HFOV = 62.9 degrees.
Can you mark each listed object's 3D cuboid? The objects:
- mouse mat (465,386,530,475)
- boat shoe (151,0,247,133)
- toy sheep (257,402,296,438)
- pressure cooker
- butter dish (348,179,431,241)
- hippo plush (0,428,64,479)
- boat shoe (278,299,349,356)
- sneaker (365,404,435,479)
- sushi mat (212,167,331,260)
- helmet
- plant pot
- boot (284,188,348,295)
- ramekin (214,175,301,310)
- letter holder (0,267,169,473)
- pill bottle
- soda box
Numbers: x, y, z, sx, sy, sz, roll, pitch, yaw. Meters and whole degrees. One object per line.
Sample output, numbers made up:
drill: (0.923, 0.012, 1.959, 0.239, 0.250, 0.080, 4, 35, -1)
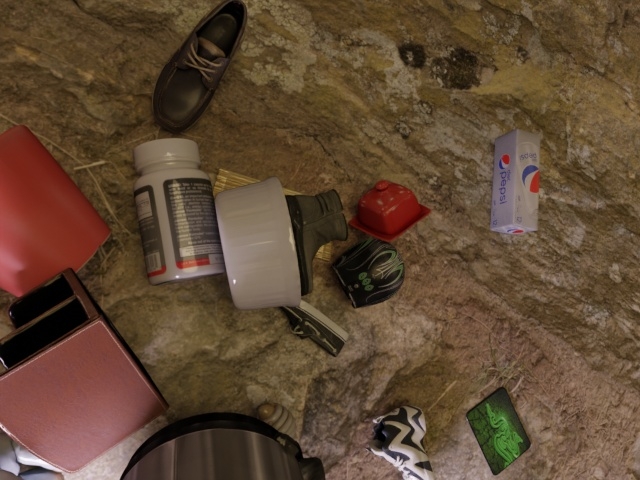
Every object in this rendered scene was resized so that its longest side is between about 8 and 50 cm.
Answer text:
mouse mat: (0.482, 0.512, 1.411, 0.152, 0.007, 0.190, -26, 93, -24)
boat shoe: (-0.272, -0.410, 1.181, 0.132, 0.130, 0.356, 27, 73, -16)
toy sheep: (-0.096, 0.410, 1.150, 0.091, 0.091, 0.132, -38, 110, -23)
pressure cooker: (-0.183, 0.521, 0.929, 0.369, 0.420, 0.376, 32, 101, -25)
butter dish: (0.161, -0.093, 1.280, 0.159, 0.160, 0.118, -34, 127, -23)
hippo plush: (-0.552, 0.373, 0.887, 0.234, 0.236, 0.294, -37, 97, -22)
boat shoe: (-0.031, 0.194, 1.214, 0.219, 0.077, 0.070, 36, 69, -15)
sneaker: (0.179, 0.519, 1.240, 0.153, 0.094, 0.235, -1, 82, -21)
sushi mat: (-0.109, -0.059, 1.253, 0.316, 0.019, 0.152, 15, 77, -19)
helmet: (0.123, 0.074, 1.257, 0.161, 0.169, 0.169, -29, 93, -4)
plant pot: (-0.544, -0.030, 0.954, 0.243, 0.275, 0.275, 48, 68, -21)
boot: (0.000, 0.000, 1.237, 0.161, 0.083, 0.247, -6, 85, -28)
ramekin: (-0.133, 0.013, 1.088, 0.135, 0.277, 0.277, -10, 85, -9)
letter holder: (-0.440, 0.240, 0.915, 0.214, 0.152, 0.302, -35, 139, -21)
pill bottle: (-0.300, -0.057, 1.099, 0.161, 0.161, 0.283, -9, 85, -23)
soda box: (0.559, -0.166, 1.500, 0.091, 0.098, 0.287, 11, 77, -20)
